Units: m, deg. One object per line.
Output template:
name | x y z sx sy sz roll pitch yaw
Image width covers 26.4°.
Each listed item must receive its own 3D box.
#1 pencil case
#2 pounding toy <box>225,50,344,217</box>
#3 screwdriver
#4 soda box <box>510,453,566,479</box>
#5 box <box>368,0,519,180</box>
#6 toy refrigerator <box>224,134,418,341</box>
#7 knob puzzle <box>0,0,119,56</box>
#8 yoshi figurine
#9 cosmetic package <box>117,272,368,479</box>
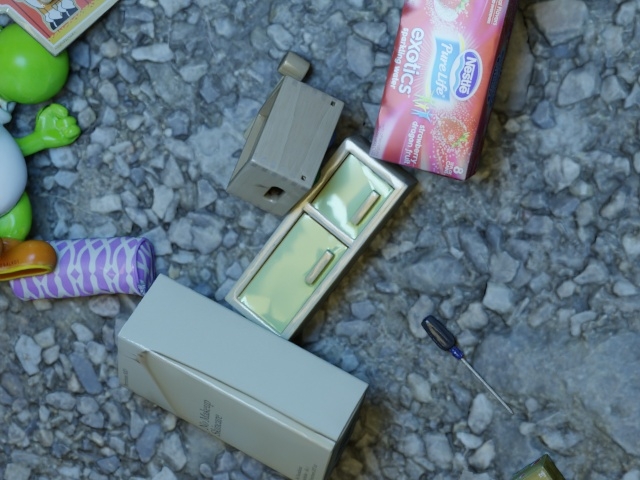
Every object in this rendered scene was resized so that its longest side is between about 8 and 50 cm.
pencil case | -0.322 0.041 1.859 0.206 0.086 0.088 0 139 14
pounding toy | -0.036 -0.140 1.742 0.094 0.181 0.206 25 68 -10
screwdriver | 0.195 0.162 1.778 0.170 0.024 0.025 44 133 3
soda box | 0.318 0.369 1.753 0.058 0.061 0.181 -37 88 16
box | 0.157 -0.214 1.686 0.128 0.122 0.257 15 100 10
toy refrigerator | 0.000 0.000 1.767 0.102 0.094 0.269 40 104 6
knob puzzle | -0.356 -0.364 1.784 0.213 0.030 0.213 4 74 -14
yoshi figurine | -0.410 -0.141 1.790 0.203 0.203 0.362 -1 75 -18
cosmetic package | -0.104 0.186 1.769 0.309 0.160 0.113 26 60 9
